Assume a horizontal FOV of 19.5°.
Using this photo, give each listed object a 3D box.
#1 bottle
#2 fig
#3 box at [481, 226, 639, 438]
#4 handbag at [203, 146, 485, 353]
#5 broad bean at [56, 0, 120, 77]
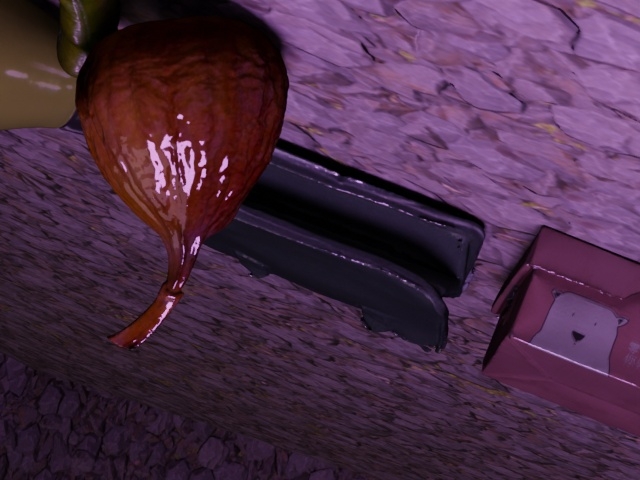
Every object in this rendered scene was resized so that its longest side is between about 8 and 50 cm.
[{"bbox_3d":[-0.256,-0.130,1.248,0.260,0.112,0.112,13,175,-32],"label":"bottle"},{"bbox_3d":[-0.087,-0.036,1.143,0.134,0.201,0.146,0,168,10],"label":"fig"},{"bbox_3d":[0.236,0.086,1.411,0.215,0.086,0.215,21,168,2],"label":"box"},{"bbox_3d":[-0.001,0.002,1.493,0.248,0.079,0.260,21,169,6],"label":"handbag"},{"bbox_3d":[-0.148,-0.152,1.136,0.053,0.052,0.256,32,168,8],"label":"broad bean"}]
